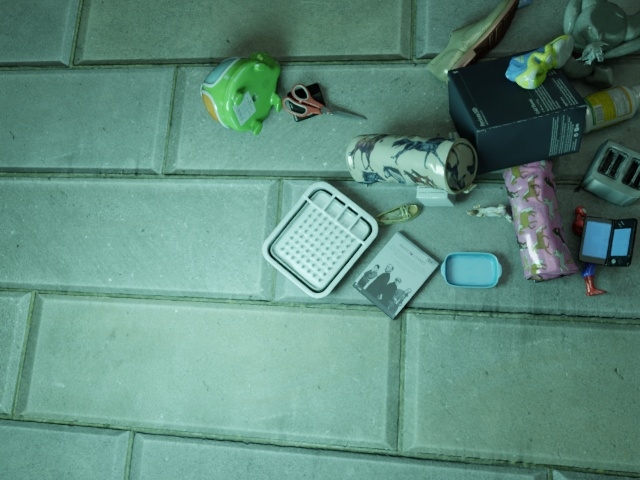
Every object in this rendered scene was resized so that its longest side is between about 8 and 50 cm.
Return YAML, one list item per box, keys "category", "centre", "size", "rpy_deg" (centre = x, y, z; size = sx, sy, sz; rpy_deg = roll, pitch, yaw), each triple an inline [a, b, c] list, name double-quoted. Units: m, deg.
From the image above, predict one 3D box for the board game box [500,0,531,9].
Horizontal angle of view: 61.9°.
- category: "board game box"
  centre: [0.684, -0.860, 1.890]
  size: [0.090, 0.020, 0.090]
  rpy_deg: [-22, 76, 2]

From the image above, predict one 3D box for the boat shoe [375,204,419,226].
- category: "boat shoe"
  centre: [0.257, -0.087, 1.782]
  size: [0.153, 0.048, 0.056]
  rpy_deg: [-13, 77, 6]

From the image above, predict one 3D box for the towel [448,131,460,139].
- category: "towel"
  centre: [0.515, -0.321, 1.805]
  size: [0.152, 0.023, 0.113]
  rpy_deg: [-3, 79, 8]

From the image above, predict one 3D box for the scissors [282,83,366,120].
- category: "scissors"
  centre: [0.010, -0.452, 1.889]
  size: [0.297, 0.021, 0.109]
  rpy_deg: [27, 96, -4]

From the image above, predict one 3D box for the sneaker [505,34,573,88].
- category: "sneaker"
  centre: [0.644, -0.545, 1.586]
  size: [0.240, 0.091, 0.126]
  rpy_deg: [-40, 47, -21]

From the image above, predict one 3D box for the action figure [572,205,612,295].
- category: "action figure"
  centre: [0.866, 0.022, 1.651]
  size: [0.139, 0.091, 0.280]
  rpy_deg: [-12, 78, 13]

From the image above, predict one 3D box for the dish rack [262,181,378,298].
- category: "dish rack"
  centre: [0.000, 0.000, 1.791]
  size: [0.286, 0.072, 0.332]
  rpy_deg: [39, 86, 13]

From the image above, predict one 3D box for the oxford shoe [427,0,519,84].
- category: "oxford shoe"
  centre: [0.527, -0.709, 1.825]
  size: [0.146, 0.140, 0.397]
  rpy_deg: [39, 84, 21]

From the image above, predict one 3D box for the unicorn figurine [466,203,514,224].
- category: "unicorn figurine"
  centre: [0.562, -0.088, 1.720]
  size: [0.162, 0.111, 0.060]
  rpy_deg: [19, 92, 26]

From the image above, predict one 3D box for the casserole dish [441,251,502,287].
- category: "casserole dish"
  centre: [0.484, 0.097, 1.719]
  size: [0.189, 0.037, 0.114]
  rpy_deg: [1, 79, 9]

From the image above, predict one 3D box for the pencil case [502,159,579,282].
- category: "pencil case"
  centre: [0.679, -0.067, 1.657]
  size: [0.160, 0.167, 0.385]
  rpy_deg: [-11, 77, 14]

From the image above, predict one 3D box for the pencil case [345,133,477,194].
- category: "pencil case"
  centre: [0.279, -0.238, 1.659]
  size: [0.410, 0.183, 0.160]
  rpy_deg: [13, 58, 44]

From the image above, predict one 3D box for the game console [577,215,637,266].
- category: "game console"
  centre: [0.845, 0.000, 1.571]
  size: [0.085, 0.124, 0.143]
  rpy_deg: [13, 85, -12]

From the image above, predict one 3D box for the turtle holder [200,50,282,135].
- category: "turtle holder"
  centre: [-0.278, -0.543, 1.858]
  size: [0.228, 0.243, 0.320]
  rpy_deg: [22, 92, 29]

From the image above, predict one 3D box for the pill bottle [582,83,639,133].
- category: "pill bottle"
  centre: [0.932, -0.429, 1.717]
  size: [0.209, 0.117, 0.117]
  rpy_deg: [-17, 77, 5]

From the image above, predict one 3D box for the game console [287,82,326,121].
- category: "game console"
  centre: [-0.049, -0.499, 1.929]
  size: [0.122, 0.071, 0.107]
  rpy_deg: [-19, 107, 5]

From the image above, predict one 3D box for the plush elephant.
- category: "plush elephant"
  centre: [0.869, -0.634, 1.716]
  size: [0.272, 0.255, 0.330]
  rpy_deg: [33, 77, 4]

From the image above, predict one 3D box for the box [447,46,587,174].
- category: "box"
  centre: [0.592, -0.408, 1.663]
  size: [0.313, 0.178, 0.343]
  rpy_deg: [-12, 47, 5]

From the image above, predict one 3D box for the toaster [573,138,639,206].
- category: "toaster"
  centre: [0.932, -0.208, 1.676]
  size: [0.168, 0.110, 0.185]
  rpy_deg: [29, 84, 14]

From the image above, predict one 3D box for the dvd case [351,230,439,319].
- category: "dvd case"
  centre: [0.246, 0.113, 1.754]
  size: [0.179, 0.029, 0.238]
  rpy_deg: [40, 86, 14]

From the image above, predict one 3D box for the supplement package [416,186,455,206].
- category: "supplement package"
  centre: [0.385, -0.209, 1.746]
  size: [0.105, 0.105, 0.179]
  rpy_deg: [2, 79, 28]
